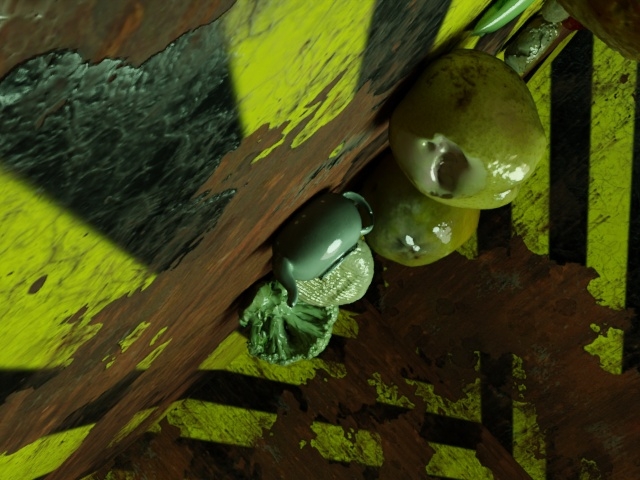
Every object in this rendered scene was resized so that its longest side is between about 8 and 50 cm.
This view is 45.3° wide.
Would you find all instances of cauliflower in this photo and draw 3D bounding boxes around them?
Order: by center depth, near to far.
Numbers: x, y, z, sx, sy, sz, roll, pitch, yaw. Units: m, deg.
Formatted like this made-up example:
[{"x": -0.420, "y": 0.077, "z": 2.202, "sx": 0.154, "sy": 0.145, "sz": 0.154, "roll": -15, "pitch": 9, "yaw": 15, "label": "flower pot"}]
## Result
[{"x": -0.100, "y": 0.168, "z": 1.885, "sx": 0.250, "sy": 0.275, "sz": 0.272, "roll": 14, "pitch": 165, "yaw": -41, "label": "cauliflower"}]

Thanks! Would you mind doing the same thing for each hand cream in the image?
[{"x": 0.314, "y": -0.389, "z": 1.230, "sx": 0.175, "sy": 0.046, "sz": 0.095, "roll": -39, "pitch": 178, "yaw": 28, "label": "hand cream"}]

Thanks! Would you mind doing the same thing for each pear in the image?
[{"x": 0.247, "y": -0.179, "z": 1.287, "sx": 0.271, "sy": 0.271, "sz": 0.271, "roll": -42, "pitch": 174, "yaw": -5, "label": "pear"}]

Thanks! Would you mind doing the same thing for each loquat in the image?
[{"x": 0.219, "y": -0.072, "z": 1.706, "sx": 0.276, "sy": 0.276, "sz": 0.284, "roll": -49, "pitch": -167, "yaw": 45, "label": "loquat"}]

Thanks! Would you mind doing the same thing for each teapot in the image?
[{"x": 0.000, "y": 0.000, "z": 1.500, "sx": 0.294, "sy": 0.129, "sz": 0.193, "roll": -39, "pitch": 174, "yaw": -34, "label": "teapot"}]

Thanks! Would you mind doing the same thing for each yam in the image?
[{"x": 0.542, "y": -0.545, "z": 1.533, "sx": 0.066, "sy": 0.066, "sz": 0.300, "roll": -40, "pitch": 174, "yaw": -25, "label": "yam"}]

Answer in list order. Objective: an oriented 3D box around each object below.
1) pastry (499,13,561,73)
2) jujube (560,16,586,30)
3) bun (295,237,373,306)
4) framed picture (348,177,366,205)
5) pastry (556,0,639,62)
[{"x": 0.482, "y": -0.448, "z": 1.749, "sx": 0.153, "sy": 0.081, "sz": 0.153, "roll": -43, "pitch": 170, "yaw": -9, "label": "pastry"}, {"x": 0.607, "y": -0.550, "z": 1.732, "sx": 0.176, "sy": 0.109, "sz": 0.112, "roll": 113, "pitch": -9, "yaw": -70, "label": "jujube"}, {"x": 0.013, "y": 0.042, "z": 1.715, "sx": 0.220, "sy": 0.220, "sz": 0.134, "roll": -47, "pitch": -156, "yaw": 38, "label": "bun"}, {"x": 0.149, "y": -0.157, "z": 1.906, "sx": 0.260, "sy": 0.023, "sz": 0.189, "roll": -41, "pitch": 174, "yaw": -21, "label": "framed picture"}, {"x": 0.361, "y": -0.307, "z": 0.864, "sx": 0.136, "sy": 0.330, "sz": 0.329, "roll": -44, "pitch": 174, "yaw": 5, "label": "pastry"}]
